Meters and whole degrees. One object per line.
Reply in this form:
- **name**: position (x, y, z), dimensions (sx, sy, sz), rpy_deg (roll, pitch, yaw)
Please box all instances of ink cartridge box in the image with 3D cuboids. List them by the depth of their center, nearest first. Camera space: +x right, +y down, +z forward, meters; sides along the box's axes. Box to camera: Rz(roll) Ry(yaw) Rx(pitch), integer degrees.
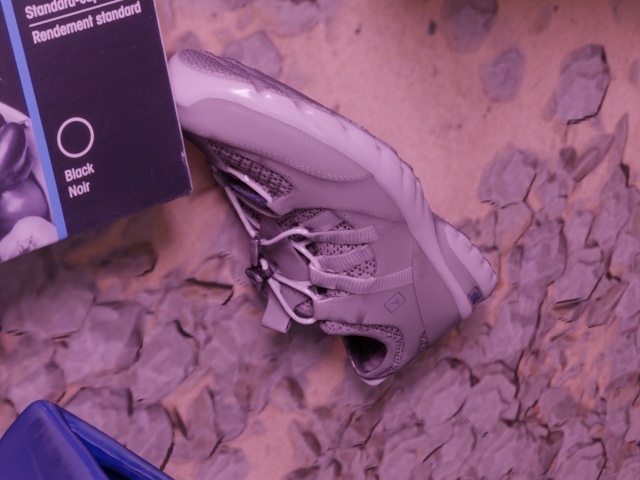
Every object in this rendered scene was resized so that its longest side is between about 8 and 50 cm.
- **ink cartridge box**: position (-0.169, -0.088, 0.623), dimensions (0.206, 0.045, 0.208), rpy_deg (-23, 112, -29)

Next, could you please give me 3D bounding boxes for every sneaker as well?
- **sneaker**: position (0.000, 0.000, 0.785), dimensions (0.115, 0.105, 0.281), rpy_deg (-52, 133, -4)

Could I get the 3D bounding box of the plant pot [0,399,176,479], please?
- **plant pot**: position (-0.104, 0.261, 0.752), dimensions (0.212, 0.236, 0.236), rpy_deg (-48, 133, -1)
